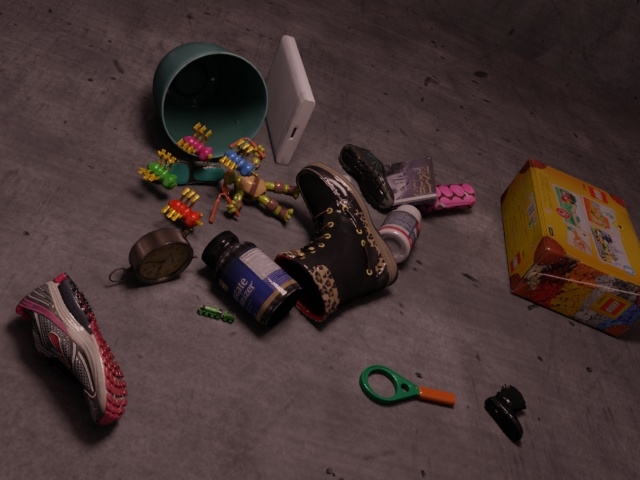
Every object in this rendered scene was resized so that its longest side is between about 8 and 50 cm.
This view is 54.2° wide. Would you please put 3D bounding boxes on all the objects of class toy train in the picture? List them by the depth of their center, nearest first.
[{"bbox_3d":[-0.223,0.157,1.350,0.083,0.023,0.017,18,40,-13],"label":"toy train"}]

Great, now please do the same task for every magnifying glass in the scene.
[{"bbox_3d":[0.196,0.336,1.403,0.231,0.026,0.092,14,41,-14],"label":"magnifying glass"}]

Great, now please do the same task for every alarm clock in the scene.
[{"bbox_3d":[-0.358,0.038,1.327,0.192,0.129,0.064,-27,61,-23],"label":"alarm clock"}]

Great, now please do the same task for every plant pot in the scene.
[{"bbox_3d":[-0.324,-0.406,1.717,0.293,0.292,0.235,-2,32,-32],"label":"plant pot"}]

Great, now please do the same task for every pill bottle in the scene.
[{"bbox_3d":[-0.157,0.081,1.394,0.219,0.122,0.123,40,40,15],"label":"pill bottle"},{"bbox_3d":[0.220,-0.025,1.741,0.108,0.108,0.180,32,39,4],"label":"pill bottle"}]

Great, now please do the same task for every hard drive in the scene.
[{"bbox_3d":[-0.106,-0.428,1.891,0.047,0.233,0.352,8,43,-23],"label":"hard drive"}]

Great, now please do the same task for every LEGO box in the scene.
[{"bbox_3d":[0.793,0.005,1.976,0.373,0.193,0.500,23,39,-6],"label":"LEGO box"}]

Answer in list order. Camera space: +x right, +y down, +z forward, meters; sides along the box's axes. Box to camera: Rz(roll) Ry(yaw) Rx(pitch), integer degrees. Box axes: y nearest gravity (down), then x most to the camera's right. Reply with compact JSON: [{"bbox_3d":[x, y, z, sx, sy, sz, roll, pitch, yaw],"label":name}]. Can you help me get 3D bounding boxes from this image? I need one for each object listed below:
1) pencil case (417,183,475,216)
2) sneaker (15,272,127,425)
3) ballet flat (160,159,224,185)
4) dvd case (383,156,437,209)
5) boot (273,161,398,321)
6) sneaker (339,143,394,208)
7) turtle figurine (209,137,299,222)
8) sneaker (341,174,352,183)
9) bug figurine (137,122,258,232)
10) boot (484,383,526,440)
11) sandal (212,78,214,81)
[{"bbox_3d":[0.402,-0.133,1.982,0.210,0.095,0.098,-9,17,-35],"label":"pencil case"},{"bbox_3d":[-0.439,0.203,1.121,0.112,0.120,0.299,-30,63,-14],"label":"sneaker"},{"bbox_3d":[-0.345,-0.179,1.627,0.189,0.070,0.070,2,46,-31],"label":"ballet flat"},{"bbox_3d":[0.272,-0.180,1.940,0.165,0.018,0.221,-9,40,12],"label":"dvd case"},{"bbox_3d":[0.000,0.000,1.528,0.284,0.138,0.377,-29,86,-43],"label":"boot"},{"bbox_3d":[0.164,-0.203,1.911,0.106,0.101,0.267,-3,49,-36],"label":"sneaker"},{"bbox_3d":[-0.173,-0.124,1.640,0.218,0.087,0.269,24,61,-11],"label":"turtle figurine"},{"bbox_3d":[0.062,-0.089,1.754,0.086,0.085,0.237,-9,50,-3],"label":"sneaker"},{"bbox_3d":[-0.301,-0.161,1.535,0.216,0.072,0.279,41,67,10],"label":"bug figurine"},{"bbox_3d":[0.449,0.400,1.465,0.099,0.045,0.121,-10,52,-42],"label":"boot"},{"bbox_3d":[-0.281,-0.479,1.991,0.090,0.060,0.219,49,29,15],"label":"sandal"}]
